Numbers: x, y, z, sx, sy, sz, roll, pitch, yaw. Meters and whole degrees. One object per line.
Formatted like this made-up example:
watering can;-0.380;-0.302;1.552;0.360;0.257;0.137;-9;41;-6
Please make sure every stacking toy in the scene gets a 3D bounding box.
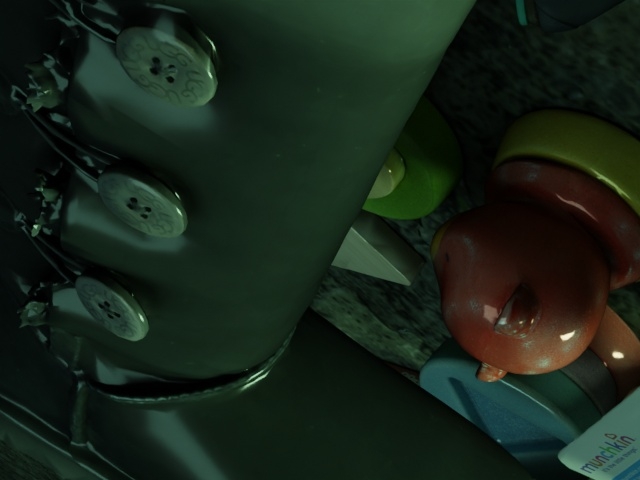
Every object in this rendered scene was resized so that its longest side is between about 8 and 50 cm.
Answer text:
stacking toy;0.070;0.034;0.850;0.280;0.130;0.309;26;153;23

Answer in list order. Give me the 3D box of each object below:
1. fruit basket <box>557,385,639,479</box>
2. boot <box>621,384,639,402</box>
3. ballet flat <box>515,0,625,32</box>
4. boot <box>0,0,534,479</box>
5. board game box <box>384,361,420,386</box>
fruit basket;0.307;0.081;0.533;0.327;0.165;0.353;23;141;0
boot;0.264;0.075;0.755;0.190;0.086;0.069;-18;91;34
ballet flat;0.095;-0.173;0.532;0.074;0.074;0.203;17;143;38
boot;-0.002;-0.001;0.607;0.367;0.146;0.445;21;139;1
board game box;0.025;0.145;1.241;0.281;0.027;0.145;15;147;41
